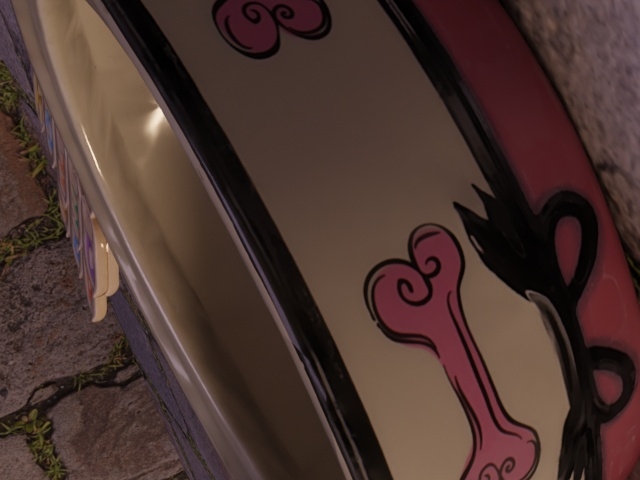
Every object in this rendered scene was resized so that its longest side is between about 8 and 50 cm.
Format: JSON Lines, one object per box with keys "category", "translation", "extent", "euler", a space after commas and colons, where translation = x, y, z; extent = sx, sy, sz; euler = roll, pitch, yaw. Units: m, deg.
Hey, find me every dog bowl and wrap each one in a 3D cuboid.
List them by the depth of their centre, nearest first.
{"category": "dog bowl", "translation": [0.000, 0.000, 0.706], "extent": [0.408, 0.150, 0.408], "euler": [57, 165, 25]}

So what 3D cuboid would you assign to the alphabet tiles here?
{"category": "alphabet tiles", "translation": [-0.191, -0.091, 1.111], "extent": [0.284, 0.021, 0.278], "euler": [-118, 25, -49]}
